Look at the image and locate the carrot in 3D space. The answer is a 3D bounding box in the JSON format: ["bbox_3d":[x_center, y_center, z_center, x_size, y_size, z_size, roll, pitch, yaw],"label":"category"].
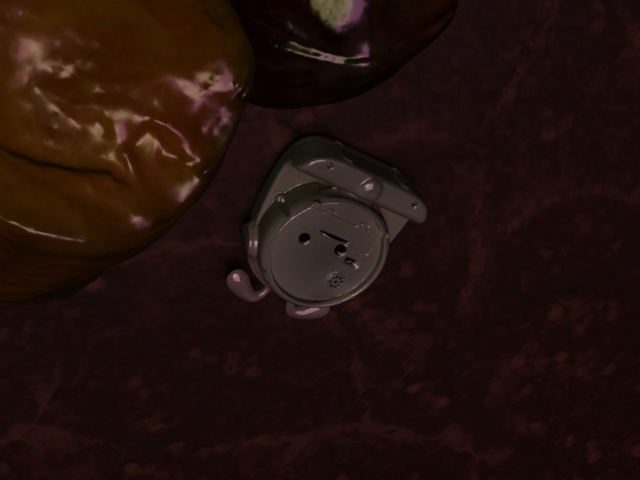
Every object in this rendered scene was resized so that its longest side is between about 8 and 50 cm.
[{"bbox_3d":[-0.214,-0.082,0.883,0.241,0.340,0.241,7,76,-28],"label":"carrot"}]

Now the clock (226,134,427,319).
[{"bbox_3d":[0.000,0.000,1.128,0.151,0.062,0.191,22,113,-29],"label":"clock"}]

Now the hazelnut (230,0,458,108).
[{"bbox_3d":[-0.007,-0.204,0.903,0.229,0.229,0.229,-9,124,-13],"label":"hazelnut"}]
